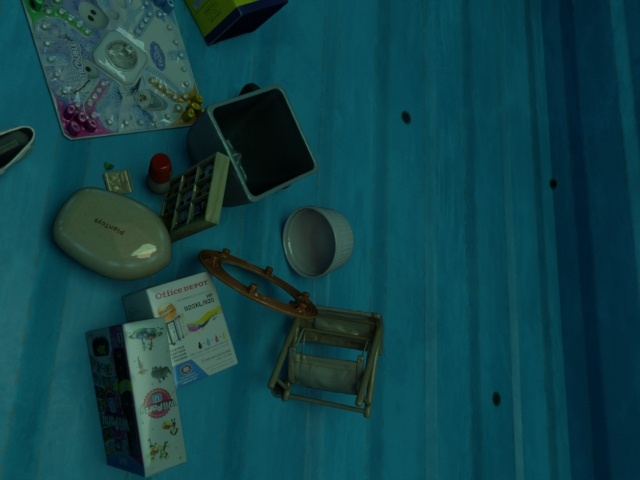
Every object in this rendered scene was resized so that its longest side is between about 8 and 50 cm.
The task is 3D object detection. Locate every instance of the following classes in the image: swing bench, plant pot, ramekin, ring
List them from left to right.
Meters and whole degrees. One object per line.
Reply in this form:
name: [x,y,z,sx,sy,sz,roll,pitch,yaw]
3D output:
plant pot: [-0.206,-0.223,1.498,0.247,0.252,0.247,-31,99,-39]
ring: [-0.149,0.099,1.438,0.336,0.336,0.032,24,98,-32]
ramekin: [0.000,0.000,1.651,0.109,0.207,0.207,-10,86,-49]
swing bench: [0.025,0.312,1.538,0.165,0.253,0.255,66,35,-60]

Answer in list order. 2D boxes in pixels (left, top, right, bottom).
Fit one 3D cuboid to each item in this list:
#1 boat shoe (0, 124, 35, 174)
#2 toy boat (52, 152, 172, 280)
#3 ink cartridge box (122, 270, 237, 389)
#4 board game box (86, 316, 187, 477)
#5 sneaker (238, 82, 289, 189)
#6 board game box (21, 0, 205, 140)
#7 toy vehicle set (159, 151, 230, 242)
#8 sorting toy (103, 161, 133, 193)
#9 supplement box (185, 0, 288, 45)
boat shoe: [-0.709,-0.165,1.188,0.095,0.084,0.258,49,54,-19]
toy boat: [-0.440,-0.058,1.337,0.267,0.148,0.318,30,66,-6]
ink cartridge box: [-0.334,0.210,1.349,0.171,0.168,0.233,-16,89,-39]
board game box: [-0.401,0.329,1.232,0.097,0.224,0.304,-8,84,-41]
sneaker: [-0.143,-0.310,1.680,0.136,0.115,0.314,-37,111,-48]
board game box: [-0.502,-0.468,1.448,0.389,0.050,0.390,-18,91,-40]
toy vehicle set: [-0.312,-0.094,1.374,0.035,0.266,0.166,20,67,-35]
sorting toy: [-0.499,-0.154,1.402,0.062,0.012,0.083,-16,93,-35]
supplement box: [-0.285,-0.770,1.599,0.194,0.195,0.357,-35,103,-39]
